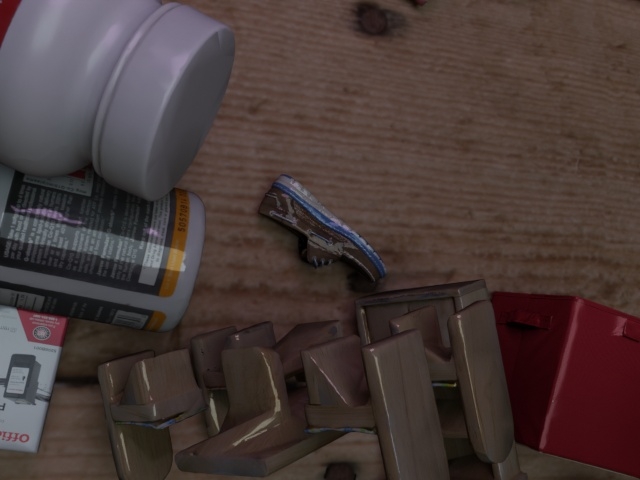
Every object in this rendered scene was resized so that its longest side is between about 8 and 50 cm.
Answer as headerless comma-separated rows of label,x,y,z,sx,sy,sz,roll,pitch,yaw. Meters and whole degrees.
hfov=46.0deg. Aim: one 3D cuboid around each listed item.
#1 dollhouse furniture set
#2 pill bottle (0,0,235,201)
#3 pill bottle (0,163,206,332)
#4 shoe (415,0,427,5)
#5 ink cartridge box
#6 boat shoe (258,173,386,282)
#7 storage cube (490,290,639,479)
dollhouse furniture set,0.041,0.205,0.805,0.394,0.362,0.256,-11,90,-51
pill bottle,-0.297,-0.199,0.686,0.408,0.229,0.229,26,78,3
pill bottle,-0.272,-0.004,0.783,0.279,0.162,0.162,14,83,-20
shoe,0.155,-0.408,1.022,0.081,0.063,0.178,34,82,-18
ink cartridge box,-0.340,0.143,0.804,0.109,0.063,0.150,13,83,-20
boat shoe,0.000,0.000,0.946,0.183,0.066,0.066,40,79,-5
storage cube,0.332,0.187,0.997,0.215,0.184,0.193,20,81,-19
